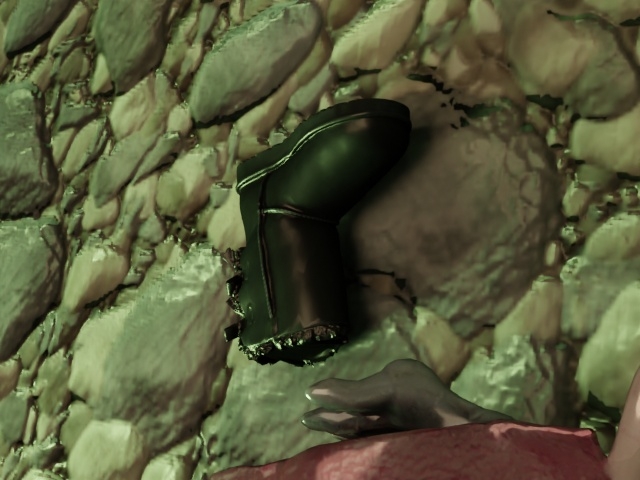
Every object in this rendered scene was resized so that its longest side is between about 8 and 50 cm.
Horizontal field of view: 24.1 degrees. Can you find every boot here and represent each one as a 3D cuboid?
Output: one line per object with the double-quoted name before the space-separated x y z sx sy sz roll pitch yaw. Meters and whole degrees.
"boot" 0.000 0.000 0.680 0.121 0.045 0.099 -26 60 46

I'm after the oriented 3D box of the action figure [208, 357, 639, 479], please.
"action figure" 0.044 0.246 0.472 0.276 0.248 0.370 -17 52 13
